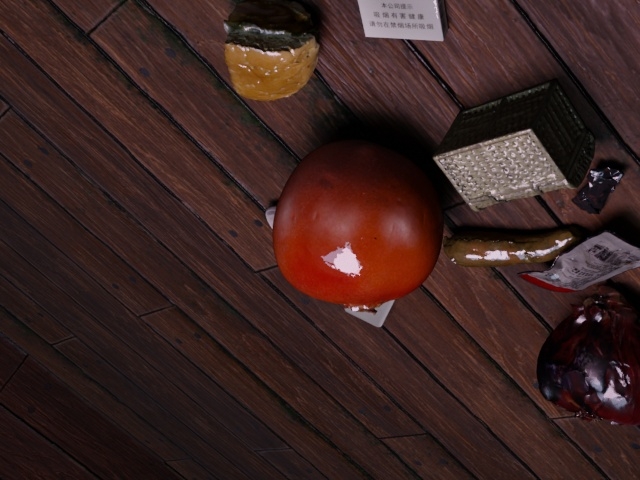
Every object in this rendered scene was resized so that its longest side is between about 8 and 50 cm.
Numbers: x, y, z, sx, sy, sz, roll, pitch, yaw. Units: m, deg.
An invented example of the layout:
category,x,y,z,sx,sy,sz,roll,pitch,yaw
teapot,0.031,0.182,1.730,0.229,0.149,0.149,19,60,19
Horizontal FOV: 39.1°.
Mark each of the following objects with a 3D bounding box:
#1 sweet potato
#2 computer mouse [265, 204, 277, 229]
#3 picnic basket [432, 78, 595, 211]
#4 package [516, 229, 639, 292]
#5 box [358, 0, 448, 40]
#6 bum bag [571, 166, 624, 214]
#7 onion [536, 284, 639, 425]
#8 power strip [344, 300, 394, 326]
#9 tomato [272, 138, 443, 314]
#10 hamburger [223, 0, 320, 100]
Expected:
category,x,y,z,sx,sy,sz,roll,pitch,yaw
sweet potato,0.357,0.014,1.685,0.273,0.075,0.075,-3,134,34
computer mouse,-0.077,-0.042,1.943,0.066,0.039,0.096,-9,123,41
picnic basket,0.318,-0.141,1.461,0.196,0.134,0.154,-14,124,44
package,0.485,0.048,1.627,0.154,0.030,0.239,19,149,-25
box,0.110,-0.411,1.352,0.139,0.035,0.245,11,142,25
bum bag,0.463,-0.085,1.514,0.058,0.034,0.124,16,145,2
onion,0.538,0.241,1.726,0.281,0.221,0.280,32,135,39
power strip,0.128,0.089,1.947,0.098,0.058,0.338,25,145,5
tomato,0.068,-0.034,1.647,0.322,0.321,0.321,19,144,14
hamburger,-0.083,-0.300,1.542,0.155,0.135,0.207,24,147,10
